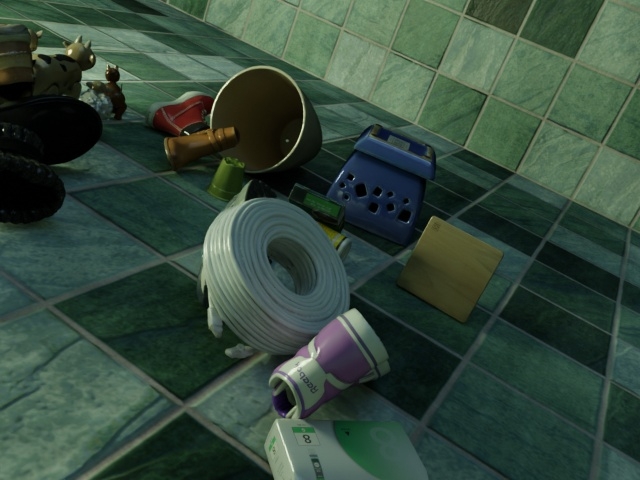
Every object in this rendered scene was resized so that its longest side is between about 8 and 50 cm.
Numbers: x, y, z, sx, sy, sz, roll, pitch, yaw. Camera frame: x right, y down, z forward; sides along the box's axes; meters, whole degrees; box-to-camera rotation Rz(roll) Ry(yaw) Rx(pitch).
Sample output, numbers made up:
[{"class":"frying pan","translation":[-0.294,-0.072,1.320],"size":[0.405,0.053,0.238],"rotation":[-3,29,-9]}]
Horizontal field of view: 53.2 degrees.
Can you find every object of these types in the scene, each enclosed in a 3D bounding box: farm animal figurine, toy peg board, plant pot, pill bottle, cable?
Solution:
[{"class":"farm animal figurine","translation":[-0.615,-0.399,1.487],"size":[0.330,0.172,0.327],"rotation":[17,24,-10]},{"class":"toy peg board","translation":[0.269,0.057,1.316],"size":[0.161,0.161,0.079],"rotation":[30,9,18]},{"class":"plant pot","translation":[-0.200,-0.137,1.405],"size":[0.083,0.079,0.083],"rotation":[19,24,-9]},{"class":"plant pot","translation":[-0.104,-0.280,1.642],"size":[0.256,0.257,0.274],"rotation":[31,8,20]},{"class":"plant pot","translation":[0.161,-0.152,1.587],"size":[0.235,0.212,0.236],"rotation":[24,23,2]},{"class":"pill bottle","translation":[0.000,0.000,1.302],"size":[0.116,0.065,0.065],"rotation":[29,24,15]},{"class":"cable","translation":[-0.065,0.050,0.988],"size":[0.257,0.089,0.257],"rotation":[9,56,-46]}]

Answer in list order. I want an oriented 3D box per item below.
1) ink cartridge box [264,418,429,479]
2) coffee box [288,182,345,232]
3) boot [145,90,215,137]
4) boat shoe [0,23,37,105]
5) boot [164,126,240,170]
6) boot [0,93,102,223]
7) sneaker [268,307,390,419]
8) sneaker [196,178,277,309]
[{"class":"ink cartridge box","translation":[0.051,0.299,0.721],"size":[0.180,0.056,0.225],"rotation":[10,24,-26]},{"class":"coffee box","translation":[-0.005,-0.057,1.341],"size":[0.113,0.041,0.184],"rotation":[25,-10,5]},{"class":"boot","translation":[-0.313,-0.311,1.680],"size":[0.176,0.089,0.244],"rotation":[29,32,15]},{"class":"boat shoe","translation":[-0.607,-0.305,1.215],"size":[0.123,0.117,0.324],"rotation":[-18,5,-26]},{"class":"boot","translation":[-0.264,-0.218,1.450],"size":[0.152,0.073,0.197],"rotation":[-11,21,5]},{"class":"boot","translation":[-0.487,-0.144,1.094],"size":[0.260,0.131,0.347],"rotation":[30,34,34]},{"class":"sneaker","translation":[0.005,0.174,0.872],"size":[0.102,0.161,0.282],"rotation":[52,-3,17]},{"class":"sneaker","translation":[-0.150,0.023,1.095],"size":[0.110,0.122,0.283],"rotation":[44,38,-21]}]
